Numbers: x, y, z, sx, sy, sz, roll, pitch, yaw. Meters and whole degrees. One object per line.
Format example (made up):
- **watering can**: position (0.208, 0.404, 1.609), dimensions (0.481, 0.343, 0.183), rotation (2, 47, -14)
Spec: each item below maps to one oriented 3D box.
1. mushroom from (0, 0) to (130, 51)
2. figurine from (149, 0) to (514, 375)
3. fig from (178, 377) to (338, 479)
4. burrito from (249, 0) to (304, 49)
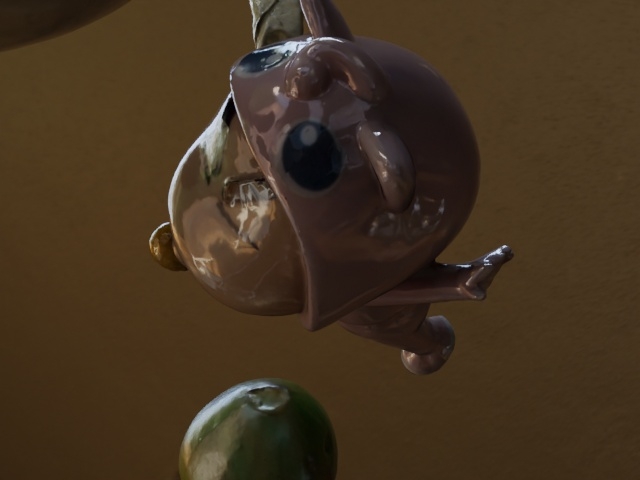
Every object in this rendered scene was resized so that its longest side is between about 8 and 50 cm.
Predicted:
- **mushroom**: position (-0.227, -0.263, 0.735), dimensions (0.292, 0.292, 0.290), rotation (8, -65, 35)
- **figurine**: position (0.000, 0.000, 0.703), dimensions (0.287, 0.186, 0.176), rotation (86, -22, -66)
- **fig**: position (-0.068, 0.238, 1.362), dimensions (0.181, 0.181, 0.191), rotation (37, -44, 25)
- **burrito**: position (-0.060, -0.332, 1.511), dimensions (0.059, 0.082, 0.275), rotation (90, -3, -57)
